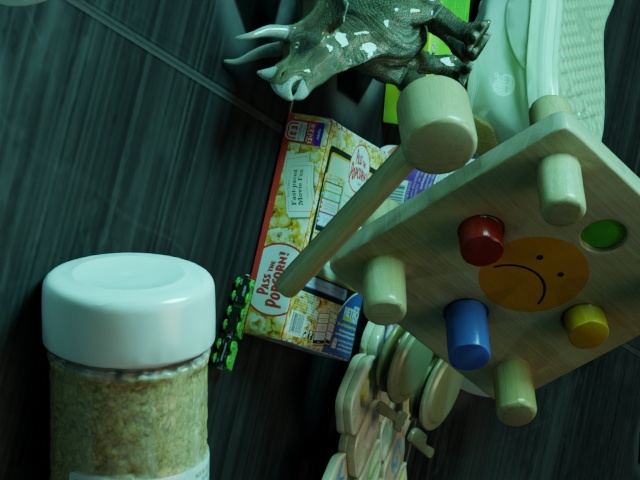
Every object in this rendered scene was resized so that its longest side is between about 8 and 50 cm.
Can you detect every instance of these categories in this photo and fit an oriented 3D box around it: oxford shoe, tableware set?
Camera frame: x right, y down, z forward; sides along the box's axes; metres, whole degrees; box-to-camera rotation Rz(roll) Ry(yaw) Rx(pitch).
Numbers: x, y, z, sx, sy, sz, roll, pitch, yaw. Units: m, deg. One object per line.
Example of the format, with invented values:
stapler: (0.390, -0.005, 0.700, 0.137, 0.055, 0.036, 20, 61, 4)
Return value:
oxford shoe: (0.220, -0.244, 1.961, 0.169, 0.130, 0.449, 50, 38, -37)
tableware set: (0.090, 0.120, 1.799, 0.128, 0.039, 0.194, -64, 155, -10)

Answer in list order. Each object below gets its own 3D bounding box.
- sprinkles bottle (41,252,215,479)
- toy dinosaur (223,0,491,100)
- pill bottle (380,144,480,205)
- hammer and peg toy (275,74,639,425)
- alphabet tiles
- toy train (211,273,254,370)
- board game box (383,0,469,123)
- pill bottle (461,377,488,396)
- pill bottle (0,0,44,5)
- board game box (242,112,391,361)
sprinkles bottle: (-0.138, 0.192, 1.372, 0.121, 0.121, 0.355, -27, 123, -59)
toy dinosaur: (0.055, -0.182, 1.610, 0.121, 0.160, 0.313, -59, 174, 22)
pill bottle: (0.141, -0.025, 1.780, 0.108, 0.193, 0.108, -33, 128, -57)
hammer and peg toy: (0.139, -0.004, 1.603, 0.361, 0.266, 0.127, 37, 35, -33)
alphabet tiles: (0.051, 0.199, 1.819, 0.278, 0.021, 0.284, -64, 157, -43)
toy train: (-0.071, 0.069, 1.587, 0.024, 0.017, 0.083, 56, 49, -68)
board game box: (0.104, -0.203, 1.815, 0.092, 0.043, 0.181, -17, 115, -62)
pill bottle: (0.218, 0.034, 1.996, 0.283, 0.161, 0.161, -46, 138, -49)
pill bottle: (-0.144, -0.241, 1.115, 0.208, 0.119, 0.119, -57, 146, -38)
board game box: (0.000, 0.000, 1.672, 0.147, 0.045, 0.193, 25, 76, -63)
